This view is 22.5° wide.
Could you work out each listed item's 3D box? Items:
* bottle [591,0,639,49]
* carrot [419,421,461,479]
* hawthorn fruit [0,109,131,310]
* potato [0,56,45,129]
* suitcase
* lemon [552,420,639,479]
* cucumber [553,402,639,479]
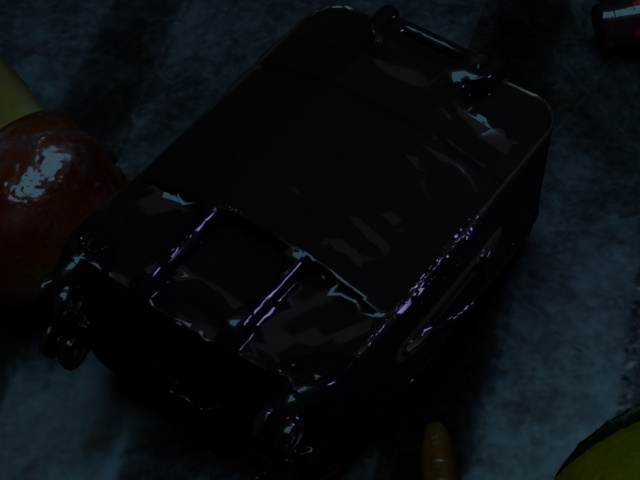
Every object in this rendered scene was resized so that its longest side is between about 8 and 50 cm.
[{"bbox_3d":[0.353,-0.225,1.599,0.164,0.060,0.060,-7,49,-2],"label":"bottle"},{"bbox_3d":[0.101,0.239,1.223,0.043,0.043,0.247,-5,46,-1],"label":"carrot"},{"bbox_3d":[-0.244,-0.022,1.394,0.173,0.173,0.172,-2,49,2],"label":"hawthorn fruit"},{"bbox_3d":[-0.358,-0.123,1.514,0.234,0.146,0.150,36,88,30],"label":"potato"},{"bbox_3d":[0.000,0.000,1.333,0.283,0.194,0.434,28,56,20],"label":"suitcase"},{"bbox_3d":[0.232,0.250,1.078,0.219,0.240,0.240,-37,54,-1],"label":"lemon"},{"bbox_3d":[0.278,0.150,1.271,0.227,0.069,0.069,-28,53,-22],"label":"cucumber"}]
